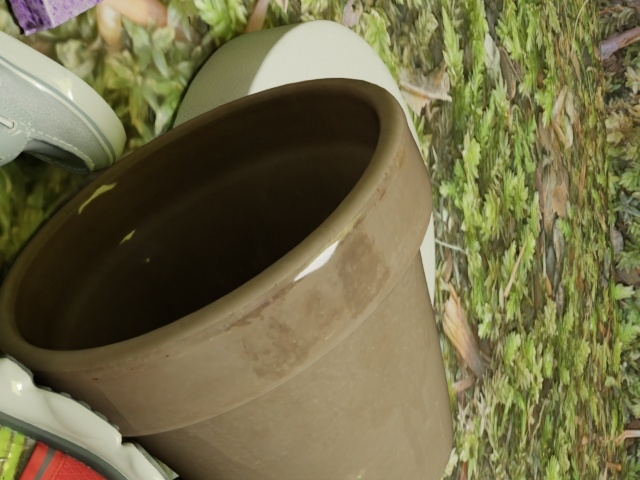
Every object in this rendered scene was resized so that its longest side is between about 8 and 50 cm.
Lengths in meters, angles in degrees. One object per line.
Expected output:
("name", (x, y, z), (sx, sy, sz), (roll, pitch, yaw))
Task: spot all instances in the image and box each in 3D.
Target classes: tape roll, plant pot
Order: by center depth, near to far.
("plant pot", (-0.024, 0.063, 0.598), (0.229, 0.263, 0.263), (60, 37, -27))
("tape roll", (0.000, 0.000, 0.879), (0.392, 0.072, 0.392), (11, 78, -61))

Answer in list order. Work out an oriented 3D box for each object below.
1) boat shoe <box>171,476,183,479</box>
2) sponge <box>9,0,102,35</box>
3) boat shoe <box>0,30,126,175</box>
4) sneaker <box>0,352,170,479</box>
("boat shoe", (-0.162, 0.214, 0.528), (0.324, 0.122, 0.120), (-6, 60, -55))
("sponge", (-0.182, -0.248, 0.616), (0.117, 0.031, 0.210), (-49, 128, -52))
("boat shoe", (-0.201, -0.076, 0.524), (0.227, 0.079, 0.081), (35, 66, -50))
("sneaker", (-0.170, 0.122, 0.458), (0.279, 0.107, 0.118), (39, 55, -9))
